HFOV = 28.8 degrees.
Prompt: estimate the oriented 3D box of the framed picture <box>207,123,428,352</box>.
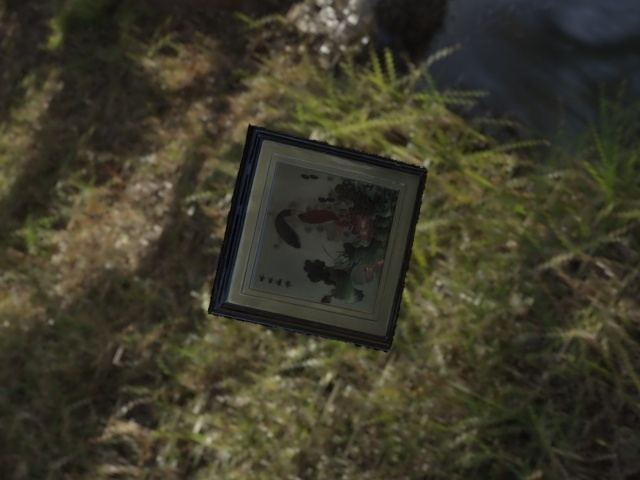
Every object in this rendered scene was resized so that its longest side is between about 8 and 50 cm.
[{"bbox_3d":[0.000,0.000,1.257,0.010,0.195,0.200,180,103,-80],"label":"framed picture"}]
